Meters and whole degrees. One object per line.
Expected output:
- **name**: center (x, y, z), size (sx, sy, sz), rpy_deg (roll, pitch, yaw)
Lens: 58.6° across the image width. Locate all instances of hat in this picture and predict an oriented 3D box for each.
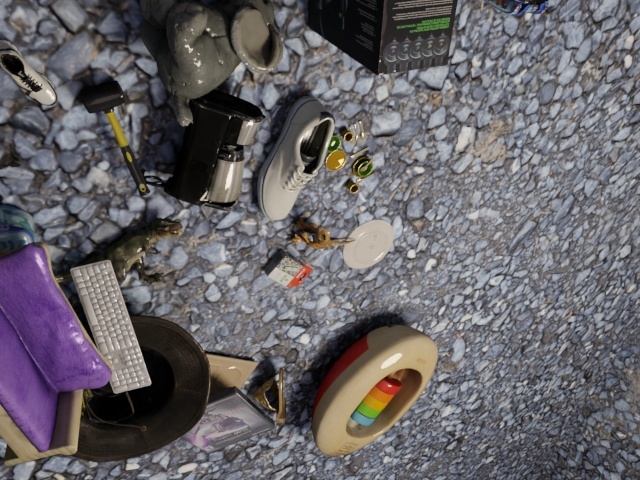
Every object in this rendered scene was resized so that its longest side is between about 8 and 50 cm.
- **hat**: center (-0.387, 0.276, 1.147), size (0.330, 0.134, 0.332), rpy_deg (-3, 104, -12)

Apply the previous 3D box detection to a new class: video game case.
- **video game case**: center (-0.245, 0.447, 1.401), size (0.195, 0.026, 0.274), rpy_deg (-22, 144, 3)

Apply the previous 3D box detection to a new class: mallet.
- **mallet**: center (-0.309, -0.162, 0.914), size (0.062, 0.039, 0.190), rpy_deg (-29, 120, -9)

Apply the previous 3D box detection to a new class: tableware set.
- **tableware set**: center (0.062, -0.164, 1.179), size (0.104, 0.024, 0.154), rpy_deg (-28, 134, -10)

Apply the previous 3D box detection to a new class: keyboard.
- **keyboard**: center (-0.381, 0.161, 1.042), size (0.072, 0.014, 0.256), rpy_deg (-15, 106, -9)

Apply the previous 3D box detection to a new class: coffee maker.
- **coffee maker**: center (-0.198, -0.157, 0.957), size (0.171, 0.120, 0.178), rpy_deg (2, 121, -31)

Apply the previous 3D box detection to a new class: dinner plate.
- **dinner plate**: center (0.118, 0.014, 1.357), size (0.141, 0.017, 0.141), rpy_deg (-17, 130, -22)

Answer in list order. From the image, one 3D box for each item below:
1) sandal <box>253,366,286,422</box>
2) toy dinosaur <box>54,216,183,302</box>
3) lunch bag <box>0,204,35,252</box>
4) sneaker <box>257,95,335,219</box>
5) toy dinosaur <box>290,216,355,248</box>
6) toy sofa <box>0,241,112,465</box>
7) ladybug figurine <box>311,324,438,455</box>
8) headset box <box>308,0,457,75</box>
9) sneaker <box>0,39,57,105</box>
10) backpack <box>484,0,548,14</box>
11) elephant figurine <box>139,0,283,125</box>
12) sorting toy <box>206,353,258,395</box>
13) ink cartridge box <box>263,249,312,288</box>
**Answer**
- **sandal**: center (-0.132, 0.406, 1.462), size (0.079, 0.088, 0.240), rpy_deg (1, 140, 0)
- **toy dinosaur**: center (-0.365, 0.051, 1.056), size (0.268, 0.064, 0.118), rpy_deg (-28, 119, -7)
- **lunch bag**: center (-0.570, 0.028, 0.893), size (0.218, 0.090, 0.176), rpy_deg (7, 122, -34)
- **sneaker**: center (-0.050, -0.141, 1.079), size (0.094, 0.091, 0.258), rpy_deg (2, 122, -33)
- **toy dinosaur**: center (0.000, 0.000, 1.225), size (0.211, 0.112, 0.064), rpy_deg (12, 99, -78)
- **toy sofa**: center (-0.465, 0.182, 0.889), size (0.176, 0.150, 0.363), rpy_deg (-12, 131, -7)
- **ladybug figurine**: center (0.127, 0.400, 1.557), size (0.305, 0.162, 0.449), rpy_deg (28, 106, -43)
- **headset box**: center (0.089, -0.410, 0.849), size (0.131, 0.246, 0.283), rpy_deg (-15, 129, -21)
- **sneaker**: center (-0.421, -0.231, 0.814), size (0.040, 0.044, 0.109), rpy_deg (-40, 136, -2)
- **backpack**: center (0.384, -0.491, 1.043), size (0.173, 0.158, 0.117), rpy_deg (-20, 141, -34)
- **elephant figurine**: center (-0.132, -0.317, 0.855), size (0.239, 0.169, 0.186), rpy_deg (-22, 156, -32)
- **sorting toy**: center (-0.273, 0.345, 1.361), size (0.208, 0.038, 0.193), rpy_deg (18, 113, -44)
- **ink cartridge box**: center (-0.066, 0.072, 1.277), size (0.063, 0.029, 0.115), rpy_deg (-48, 134, 9)
